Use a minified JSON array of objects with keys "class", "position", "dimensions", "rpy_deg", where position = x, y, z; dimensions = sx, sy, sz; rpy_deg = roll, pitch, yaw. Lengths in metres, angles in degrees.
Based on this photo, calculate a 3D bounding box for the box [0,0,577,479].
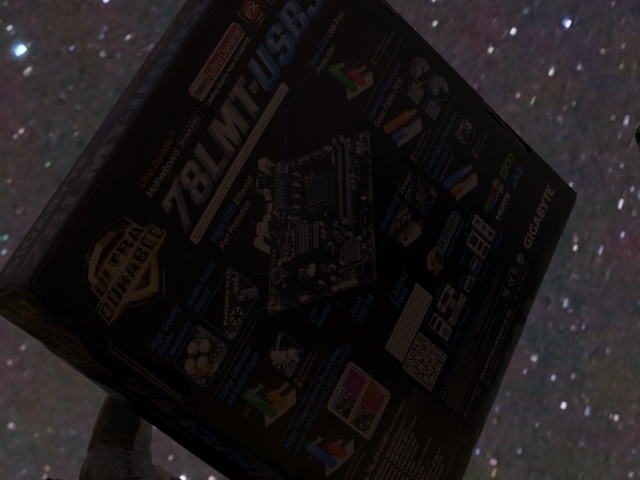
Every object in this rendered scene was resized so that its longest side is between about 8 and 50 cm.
[{"class":"box","position":[0.000,0.000,0.739],"dimensions":[0.293,0.295,0.073],"rpy_deg":[39,-29,-22]}]

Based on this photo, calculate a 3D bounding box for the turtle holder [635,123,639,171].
[{"class":"turtle holder","position":[0.364,-0.022,0.666],"dimensions":[0.320,0.243,0.227],"rpy_deg":[-8,-40,-11]}]

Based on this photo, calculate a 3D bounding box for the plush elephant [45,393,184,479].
[{"class":"plush elephant","position":[-0.163,0.222,0.853],"dimensions":[0.272,0.330,0.255],"rpy_deg":[18,-54,-29]}]
